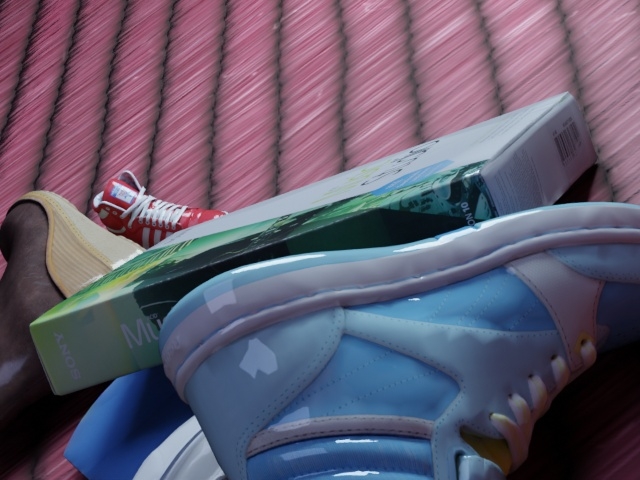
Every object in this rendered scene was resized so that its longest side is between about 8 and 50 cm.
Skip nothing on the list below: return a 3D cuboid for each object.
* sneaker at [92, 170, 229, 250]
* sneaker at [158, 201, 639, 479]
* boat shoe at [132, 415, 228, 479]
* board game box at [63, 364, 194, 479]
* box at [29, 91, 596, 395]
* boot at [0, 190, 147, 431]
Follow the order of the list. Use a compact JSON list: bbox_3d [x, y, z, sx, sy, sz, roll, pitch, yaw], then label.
[{"bbox_3d":[-0.125,-0.022,1.526,0.118,0.067,0.042,-9,35,38],"label":"sneaker"},{"bbox_3d":[0.090,0.102,1.056,0.319,0.127,0.208,-11,61,-19],"label":"sneaker"},{"bbox_3d":[-0.013,0.128,1.134,0.267,0.096,0.088,-39,22,-32],"label":"boat shoe"},{"bbox_3d":[-0.095,0.118,1.300,0.133,0.033,0.168,-43,23,-12],"label":"board game box"},{"bbox_3d":[0.000,0.000,1.285,0.322,0.058,0.232,-20,7,24],"label":"box"},{"bbox_3d":[-0.241,0.064,1.481,0.207,0.090,0.248,-43,26,-16],"label":"boot"}]
